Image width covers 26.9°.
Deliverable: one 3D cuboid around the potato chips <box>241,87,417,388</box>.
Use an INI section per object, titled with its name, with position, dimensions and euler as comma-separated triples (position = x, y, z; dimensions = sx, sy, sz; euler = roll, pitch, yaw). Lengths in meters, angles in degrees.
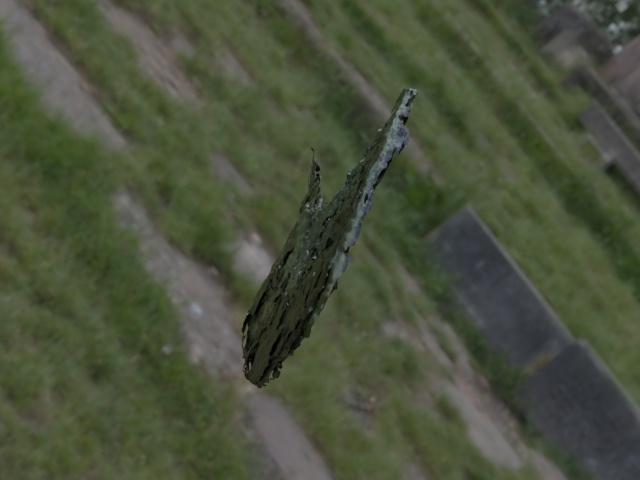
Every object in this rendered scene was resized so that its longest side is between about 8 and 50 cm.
[potato chips]
position = -0.004, -0.002, 0.856
dimensions = 0.029, 0.202, 0.220
euler = 25, -5, -9
